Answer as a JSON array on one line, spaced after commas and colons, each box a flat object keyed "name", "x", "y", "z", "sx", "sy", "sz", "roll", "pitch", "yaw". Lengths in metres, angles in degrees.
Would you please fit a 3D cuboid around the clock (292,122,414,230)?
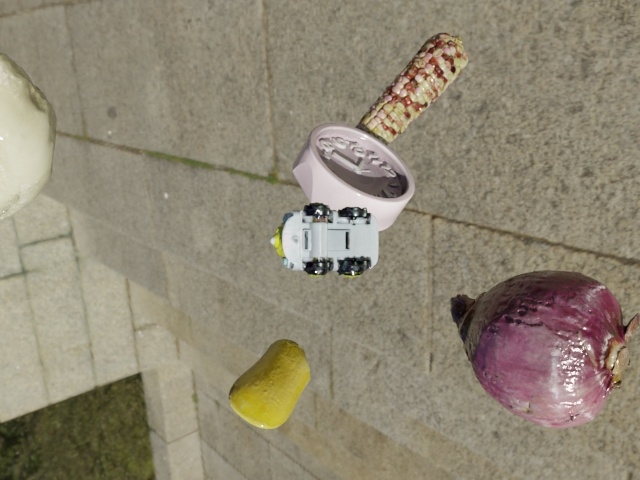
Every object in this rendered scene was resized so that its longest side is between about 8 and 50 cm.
[{"name": "clock", "x": 0.056, "y": -0.107, "z": 1.038, "sx": 0.197, "sy": 0.197, "sz": 0.068, "roll": 53, "pitch": 131, "yaw": 25}]

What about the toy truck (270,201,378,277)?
[{"name": "toy truck", "x": 0.000, "y": 0.000, "z": 0.663, "sx": 0.077, "sy": 0.111, "sz": 0.076, "roll": 178, "pitch": 94, "yaw": -67}]

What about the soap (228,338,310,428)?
[{"name": "soap", "x": -0.064, "y": 0.203, "z": 0.887, "sx": 0.089, "sy": 0.168, "sz": 0.033, "roll": 35, "pitch": 121, "yaw": 10}]

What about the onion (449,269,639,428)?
[{"name": "onion", "x": 0.334, "y": 0.169, "z": 1.085, "sx": 0.349, "sy": 0.159, "sz": 0.267, "roll": 11, "pitch": 89, "yaw": 42}]

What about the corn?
[{"name": "corn", "x": 0.163, "y": -0.274, "z": 1.171, "sx": 0.280, "sy": 0.092, "sz": 0.092, "roll": -45, "pitch": 57, "yaw": -2}]

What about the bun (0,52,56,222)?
[{"name": "bun", "x": -0.299, "y": -0.102, "z": 0.517, "sx": 0.183, "sy": 0.102, "sz": 0.183, "roll": 7, "pitch": 121, "yaw": 11}]
